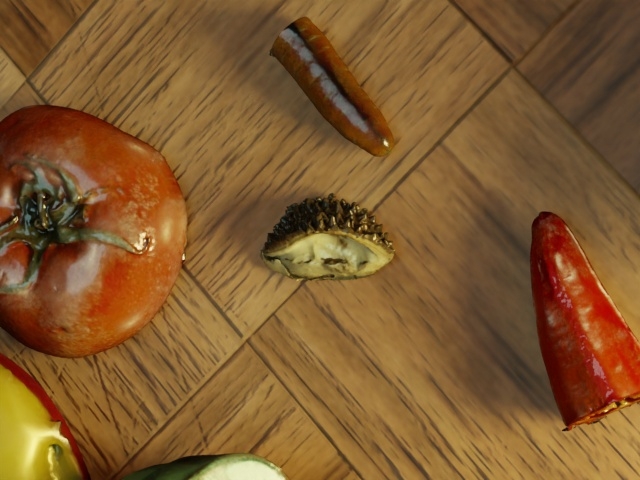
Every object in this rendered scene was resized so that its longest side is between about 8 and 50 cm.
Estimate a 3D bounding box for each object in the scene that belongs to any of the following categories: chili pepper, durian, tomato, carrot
[{"bbox_3d":[0.202,0.055,1.159,0.088,0.065,0.169,-25,76,19],"label":"chili pepper"},{"bbox_3d":[0.004,-0.003,1.262,0.130,0.052,0.066,0,127,26],"label":"durian"},{"bbox_3d":[-0.240,-0.012,1.326,0.237,0.095,0.237,-1,87,22],"label":"tomato"},{"bbox_3d":[0.012,-0.123,1.250,0.048,0.048,0.139,-41,75,17],"label":"carrot"}]

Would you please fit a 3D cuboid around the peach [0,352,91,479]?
[{"bbox_3d":[-0.344,0.279,1.281,0.306,0.242,0.380,4,78,-19],"label":"peach"}]

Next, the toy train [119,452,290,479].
[{"bbox_3d":[-0.140,0.280,1.177,0.326,0.129,0.159,-34,98,-24],"label":"toy train"}]
